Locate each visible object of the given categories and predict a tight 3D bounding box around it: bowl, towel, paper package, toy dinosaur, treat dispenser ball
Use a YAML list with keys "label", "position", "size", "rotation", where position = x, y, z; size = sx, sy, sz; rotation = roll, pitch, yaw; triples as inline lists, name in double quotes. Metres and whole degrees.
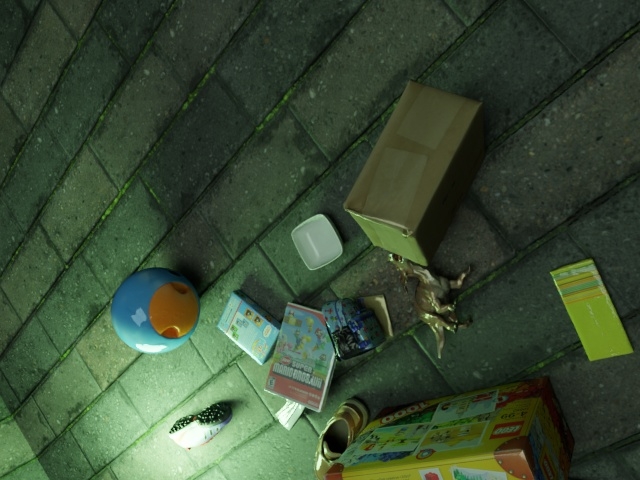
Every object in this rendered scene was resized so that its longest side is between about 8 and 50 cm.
- label: "bowl"
  position: [0.000, 0.000, 1.577]
  size: [0.142, 0.053, 0.141]
  rotation: [-30, 85, 33]
- label: "towel"
  position: [0.636, 0.163, 1.265]
  size: [0.102, 0.021, 0.237]
  rotation: [-24, 89, 38]
- label: "paper package"
  position: [0.223, -0.136, 1.211]
  size: [0.168, 0.309, 0.324]
  rotation: [25, 83, 22]
- label: "toy dinosaur"
  position: [0.283, 0.151, 1.414]
  size: [0.201, 0.127, 0.295]
  rotation: [9, 118, 36]
- label: "treat dispenser ball"
  position: [-0.552, 0.233, 1.815]
  size: [0.289, 0.288, 0.287]
  rotation: [7, 105, 29]

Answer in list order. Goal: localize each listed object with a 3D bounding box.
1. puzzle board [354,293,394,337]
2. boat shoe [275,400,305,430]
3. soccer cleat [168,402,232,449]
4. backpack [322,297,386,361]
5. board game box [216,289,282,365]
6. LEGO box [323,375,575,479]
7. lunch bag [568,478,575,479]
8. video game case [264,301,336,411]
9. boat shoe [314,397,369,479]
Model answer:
- label: "puzzle board"
  position: [0.157, 0.222, 1.562]
  size: [0.097, 0.011, 0.128]
  rotation: [-12, 94, 33]
- label: "boat shoe"
  position: [-0.073, 0.498, 1.709]
  size: [0.084, 0.095, 0.258]
  rotation: [37, 116, 14]
- label: "soccer cleat"
  position: [-0.416, 0.682, 1.959]
  size: [0.318, 0.108, 0.116]
  rotation: [-28, 106, 30]
- label: "backpack"
  position: [0.087, 0.235, 1.516]
  size: [0.117, 0.158, 0.173]
  rotation: [-32, 72, 24]
- label: "board game box"
  position: [-0.234, 0.287, 1.787]
  size: [0.212, 0.039, 0.160]
  rotation: [37, 117, 19]
- label: "LEGO box"
  position: [0.323, 0.539, 1.325]
  size: [0.501, 0.373, 0.193]
  rotation: [-23, 89, 32]
- label: "lunch bag"
  position: [0.623, 0.697, 1.354]
  size: [0.219, 0.090, 0.175]
  rotation: [-7, 100, 32]
- label: "video game case"
  position: [-0.047, 0.350, 1.642]
  size: [0.204, 0.025, 0.284]
  rotation: [13, 86, 27]
- label: "boat shoe"
  position: [0.040, 0.632, 1.659]
  size: [0.123, 0.116, 0.324]
  rotation: [26, 113, 23]
